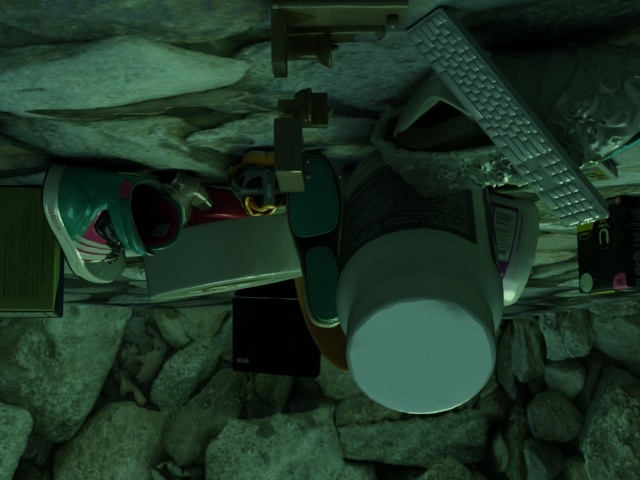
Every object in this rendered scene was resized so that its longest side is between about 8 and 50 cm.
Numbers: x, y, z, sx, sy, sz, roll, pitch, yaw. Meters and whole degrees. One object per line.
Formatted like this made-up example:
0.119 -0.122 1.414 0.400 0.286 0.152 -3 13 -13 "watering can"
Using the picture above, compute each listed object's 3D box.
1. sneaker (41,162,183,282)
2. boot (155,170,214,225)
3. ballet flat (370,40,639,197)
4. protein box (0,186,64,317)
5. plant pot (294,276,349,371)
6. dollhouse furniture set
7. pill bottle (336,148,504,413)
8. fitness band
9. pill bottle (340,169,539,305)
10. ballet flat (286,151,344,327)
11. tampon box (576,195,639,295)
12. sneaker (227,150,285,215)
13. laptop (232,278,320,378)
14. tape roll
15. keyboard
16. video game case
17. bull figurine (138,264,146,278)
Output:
-0.293 -0.016 1.656 0.178 0.124 0.295 7 154 10 "sneaker"
-0.225 -0.066 1.679 0.118 0.042 0.087 -28 131 31 "boot"
0.186 -0.130 1.159 0.147 0.147 0.409 4 169 -30 "ballet flat"
-0.523 0.022 1.763 0.201 0.200 0.136 0 171 -7 "protein box"
0.099 0.079 2.040 0.203 0.291 0.291 -15 177 -24 "plant pot"
0.019 -0.132 1.027 0.123 0.151 0.144 -1 173 1 "dollhouse furniture set"
0.123 0.035 1.374 0.204 0.204 0.361 -2 -149 6 "pill bottle"
-0.245 -0.049 1.840 0.290 0.054 0.209 3 167 -31 "fitness band"
0.165 -0.012 1.653 0.301 0.169 0.169 14 170 -1 "pill bottle"
0.000 0.000 1.554 0.086 0.249 0.086 -3 177 0 "ballet flat"
0.534 0.013 1.944 0.101 0.161 0.120 4 169 -29 "tampon box"
-0.092 -0.073 1.596 0.084 0.083 0.215 -1 172 -7 "sneaker"
-0.053 0.143 2.271 0.234 0.137 0.264 0 -144 37 "laptop"
-0.158 0.029 1.835 0.286 0.100 0.286 -10 176 -1 "tape roll"
0.179 -0.113 1.047 0.014 0.256 0.072 -46 -170 -28 "keyboard"
0.316 -0.106 1.622 0.212 0.023 0.193 -6 169 26 "video game case"
-0.238 0.034 2.179 0.188 0.101 0.310 -4 171 29 "bull figurine"
